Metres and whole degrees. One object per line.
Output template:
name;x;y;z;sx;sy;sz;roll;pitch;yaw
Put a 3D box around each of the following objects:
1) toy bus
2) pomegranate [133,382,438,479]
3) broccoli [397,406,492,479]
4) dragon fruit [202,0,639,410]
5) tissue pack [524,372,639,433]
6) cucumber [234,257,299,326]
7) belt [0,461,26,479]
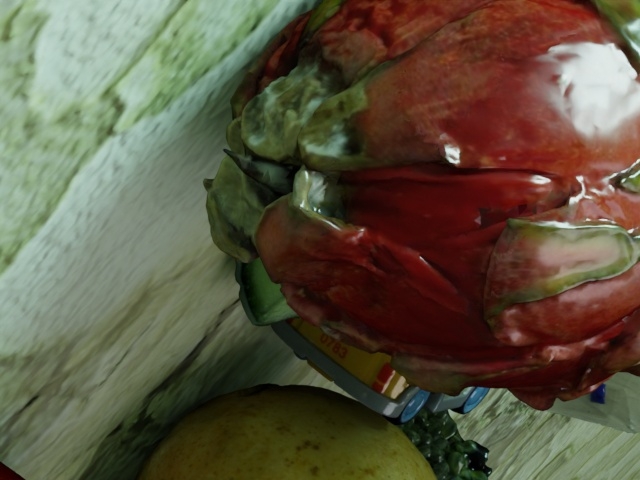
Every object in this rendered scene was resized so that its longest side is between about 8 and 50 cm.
toy bus;0.073;0.046;1.249;0.136;0.126;0.209;-60;155;14
pomegranate;-0.030;0.233;1.244;0.260;0.260;0.260;-37;157;-18
broccoli;0.036;0.294;1.594;0.288;0.248;0.245;-47;-163;-20
dragon fruit;0.112;-0.046;0.944;0.342;0.277;0.277;18;118;-41
tissue pack;0.254;-0.010;1.310;0.209;0.137;0.270;100;9;-58
cucumber;0.000;0.000;1.112;0.116;0.062;0.115;-40;161;26
belt;-0.261;0.258;0.973;0.324;0.115;0.227;-35;141;-41
